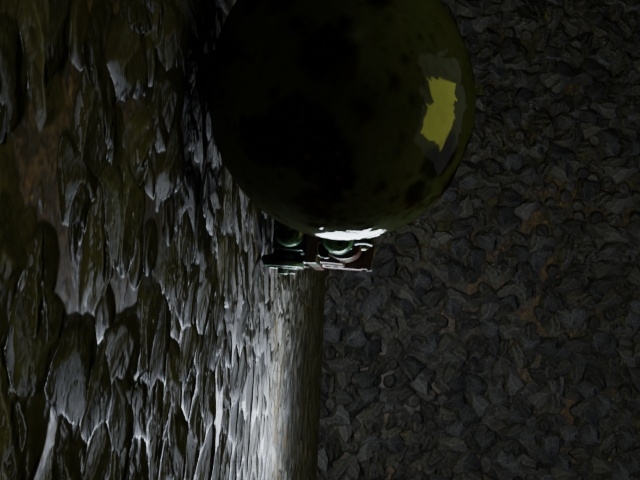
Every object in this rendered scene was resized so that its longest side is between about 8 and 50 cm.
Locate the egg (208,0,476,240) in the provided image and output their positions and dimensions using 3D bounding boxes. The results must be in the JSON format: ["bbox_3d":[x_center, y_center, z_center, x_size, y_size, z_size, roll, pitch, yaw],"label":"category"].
[{"bbox_3d":[0.024,-0.201,1.105,0.345,0.345,0.428,87,-8,-49],"label":"egg"}]

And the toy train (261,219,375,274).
[{"bbox_3d":[0.000,0.000,1.697,0.304,0.221,0.150,40,54,-84],"label":"toy train"}]
